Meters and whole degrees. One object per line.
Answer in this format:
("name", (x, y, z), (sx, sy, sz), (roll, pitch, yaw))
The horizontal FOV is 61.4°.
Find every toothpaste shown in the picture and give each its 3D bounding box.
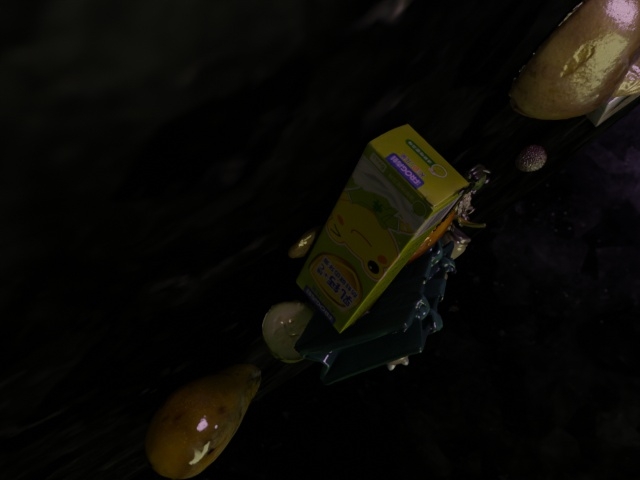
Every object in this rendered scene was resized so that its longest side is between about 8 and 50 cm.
("toothpaste", (0.066, 0.000, 0.715), (0.077, 0.110, 0.328), (-32, 162, -35))

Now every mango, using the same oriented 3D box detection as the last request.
("mango", (-0.244, 0.362, 1.146), (0.176, 0.176, 0.329), (-6, -166, 12))

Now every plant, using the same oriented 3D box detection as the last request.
("plant", (0.298, -0.054, 1.174), (0.104, 0.122, 0.117), (-40, 165, -43))

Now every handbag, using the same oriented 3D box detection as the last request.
("handbag", (0.111, 0.105, 0.960), (0.238, 0.089, 0.326), (-24, -163, 33))
("handbag", (0.310, -0.126, 1.097), (0.072, 0.047, 0.111), (-42, 168, 17))

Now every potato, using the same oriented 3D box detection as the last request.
("potato", (0.347, -0.224, 0.741), (0.120, 0.100, 0.261), (-33, 166, -17))

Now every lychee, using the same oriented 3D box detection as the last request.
("lychee", (0.531, -0.208, 1.356), (0.083, 0.068, 0.067), (-33, 125, -3))

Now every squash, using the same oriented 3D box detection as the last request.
("squash", (-0.061, 0.188, 1.097), (0.123, 0.123, 0.187), (-34, 171, -13))

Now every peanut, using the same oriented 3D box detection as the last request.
("peanut", (0.617, -0.344, 1.043), (0.194, 0.093, 0.083), (-34, 153, -1))

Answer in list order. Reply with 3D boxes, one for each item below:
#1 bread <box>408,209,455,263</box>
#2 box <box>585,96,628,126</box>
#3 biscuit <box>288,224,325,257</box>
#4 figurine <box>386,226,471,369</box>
("bread", (0.127, -0.018, 0.881), (0.190, 0.114, 0.132), (-49, 160, 27))
("box", (0.701, -0.358, 1.258), (0.149, 0.067, 0.233), (-41, 166, 16))
("biscuit", (0.000, 0.000, 0.804), (0.071, 0.018, 0.147), (-44, 164, 20))
("figurine", (0.207, 0.111, 1.318), (0.381, 0.248, 0.203), (-51, 160, 4))
